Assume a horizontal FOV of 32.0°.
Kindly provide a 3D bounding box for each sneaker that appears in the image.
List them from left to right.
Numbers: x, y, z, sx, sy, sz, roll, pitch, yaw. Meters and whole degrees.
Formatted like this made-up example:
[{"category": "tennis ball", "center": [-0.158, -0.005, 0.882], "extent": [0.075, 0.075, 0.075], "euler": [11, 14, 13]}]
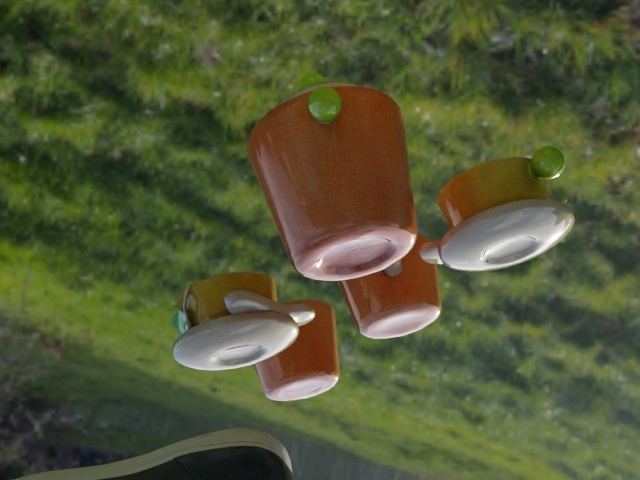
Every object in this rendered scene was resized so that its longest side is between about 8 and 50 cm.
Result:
[{"category": "sneaker", "center": [-0.107, 0.176, 0.542], "extent": [0.226, 0.086, 0.163], "euler": [-21, -160, -7]}]

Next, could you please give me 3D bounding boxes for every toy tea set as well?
[{"category": "toy tea set", "center": [0.000, 0.000, 0.757], "extent": [0.200, 0.124, 0.336], "euler": [4, 150, -35]}]
